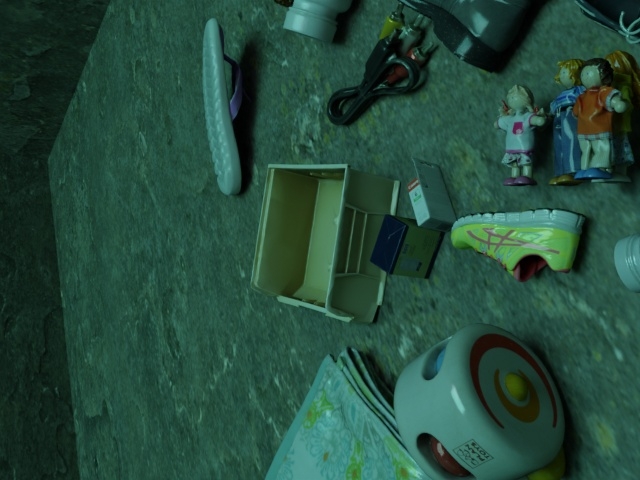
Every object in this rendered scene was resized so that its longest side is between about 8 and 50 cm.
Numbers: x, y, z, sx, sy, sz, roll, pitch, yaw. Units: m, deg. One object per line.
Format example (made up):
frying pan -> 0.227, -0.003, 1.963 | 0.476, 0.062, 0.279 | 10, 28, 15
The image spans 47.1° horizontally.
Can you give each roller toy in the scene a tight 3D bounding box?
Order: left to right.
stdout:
roller toy -> 0.204, 0.212, 0.927 | 0.146, 0.191, 0.209 | -44, 49, 41

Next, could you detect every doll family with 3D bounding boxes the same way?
doll family -> 0.328, -0.153, 0.925 | 0.263, 0.118, 0.163 | -174, 86, -74

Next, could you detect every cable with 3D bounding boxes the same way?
cable -> 0.109, -0.284, 1.326 | 0.139, 0.072, 0.287 | 63, 147, 18

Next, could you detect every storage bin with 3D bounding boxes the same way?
storage bin -> 0.000, 0.000, 1.336 | 0.262, 0.123, 0.260 | 8, 90, 56

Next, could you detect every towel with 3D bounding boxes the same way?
towel -> 0.043, 0.408, 1.213 | 0.320, 0.090, 0.374 | 48, 122, 50

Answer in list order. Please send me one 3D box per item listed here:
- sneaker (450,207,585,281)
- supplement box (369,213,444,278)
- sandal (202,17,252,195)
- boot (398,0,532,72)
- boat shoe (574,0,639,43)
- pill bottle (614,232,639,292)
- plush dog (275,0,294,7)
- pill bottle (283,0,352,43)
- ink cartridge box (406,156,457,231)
sneaker -> 0.256, 0.009, 0.997 | 0.208, 0.081, 0.094 | -4, 82, 55
supplement box -> 0.137, 0.010, 1.166 | 0.056, 0.083, 0.083 | 37, 113, 53
sandal -> -0.216, -0.315, 1.755 | 0.169, 0.102, 0.416 | 179, 86, -70
boot -> 0.230, -0.432, 1.125 | 0.338, 0.118, 0.223 | 54, 124, 33
boat shoe -> 0.394, -0.272, 0.857 | 0.254, 0.079, 0.095 | 52, 125, 47
pill bottle -> 0.400, 0.006, 0.779 | 0.160, 0.087, 0.087 | -27, 61, 51
plush dog -> -0.103, -0.642, 1.593 | 0.225, 0.210, 0.262 | 103, 170, -66
pill bottle -> 0.008, -0.511, 1.430 | 0.131, 0.131, 0.229 | 36, 112, 53
ink cartridge box -> 0.170, -0.072, 1.155 | 0.029, 0.063, 0.115 | -41, 50, 41
